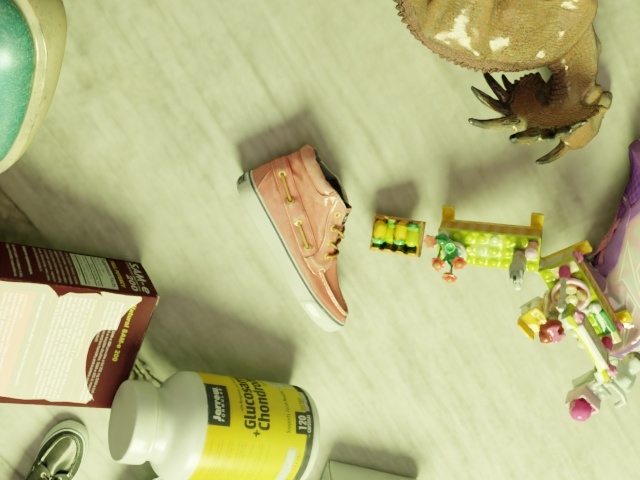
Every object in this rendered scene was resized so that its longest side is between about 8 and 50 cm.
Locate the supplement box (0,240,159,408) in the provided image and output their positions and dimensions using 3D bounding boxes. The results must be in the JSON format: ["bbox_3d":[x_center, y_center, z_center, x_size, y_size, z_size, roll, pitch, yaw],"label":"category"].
[{"bbox_3d":[-0.279,0.072,0.753,0.239,0.073,0.130,12,112,-32],"label":"supplement box"}]

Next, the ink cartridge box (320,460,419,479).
[{"bbox_3d":[0.040,0.324,0.926,0.109,0.063,0.150,15,109,-10],"label":"ink cartridge box"}]

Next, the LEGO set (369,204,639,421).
[{"bbox_3d":[0.174,0.053,0.763,0.287,0.107,0.132,36,122,-3],"label":"LEGO set"}]

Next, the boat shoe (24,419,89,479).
[{"bbox_3d":[-0.282,0.250,0.883,0.049,0.040,0.142,28,107,-14],"label":"boat shoe"}]

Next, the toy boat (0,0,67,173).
[{"bbox_3d":[-0.349,-0.171,0.628,0.318,0.148,0.267,41,137,-5],"label":"toy boat"}]

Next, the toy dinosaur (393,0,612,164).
[{"bbox_3d":[0.146,-0.180,0.707,0.295,0.127,0.200,23,115,-7],"label":"toy dinosaur"}]

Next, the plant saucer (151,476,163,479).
[{"bbox_3d":[-0.127,0.316,0.924,0.195,0.037,0.195,-2,112,-5],"label":"plant saucer"}]

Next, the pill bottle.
[{"bbox_3d":[-0.100,0.180,0.811,0.184,0.103,0.103,13,111,-30],"label":"pill bottle"}]

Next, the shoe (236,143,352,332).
[{"bbox_3d":[0.000,0.000,0.793,0.081,0.063,0.178,-27,107,12],"label":"shoe"}]

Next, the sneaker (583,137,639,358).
[{"bbox_3d":[0.296,0.019,0.815,0.104,0.095,0.236,-3,111,12],"label":"sneaker"}]
